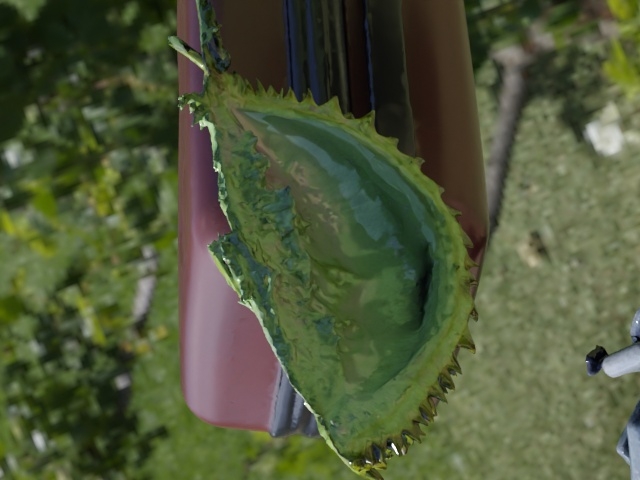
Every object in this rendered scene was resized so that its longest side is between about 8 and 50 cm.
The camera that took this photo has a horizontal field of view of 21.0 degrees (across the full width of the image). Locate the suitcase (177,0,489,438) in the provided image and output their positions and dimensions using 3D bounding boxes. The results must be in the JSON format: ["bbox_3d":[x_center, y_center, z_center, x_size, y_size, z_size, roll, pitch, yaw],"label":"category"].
[{"bbox_3d":[-0.003,-0.056,0.991,0.236,0.161,0.297,98,171,-55],"label":"suitcase"}]

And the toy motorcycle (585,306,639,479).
[{"bbox_3d":[0.191,0.132,0.909,0.159,0.270,0.106,45,162,-19],"label":"toy motorcycle"}]

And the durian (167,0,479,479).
[{"bbox_3d":[0.000,0.000,0.640,0.100,0.086,0.215,33,-152,-50],"label":"durian"}]
